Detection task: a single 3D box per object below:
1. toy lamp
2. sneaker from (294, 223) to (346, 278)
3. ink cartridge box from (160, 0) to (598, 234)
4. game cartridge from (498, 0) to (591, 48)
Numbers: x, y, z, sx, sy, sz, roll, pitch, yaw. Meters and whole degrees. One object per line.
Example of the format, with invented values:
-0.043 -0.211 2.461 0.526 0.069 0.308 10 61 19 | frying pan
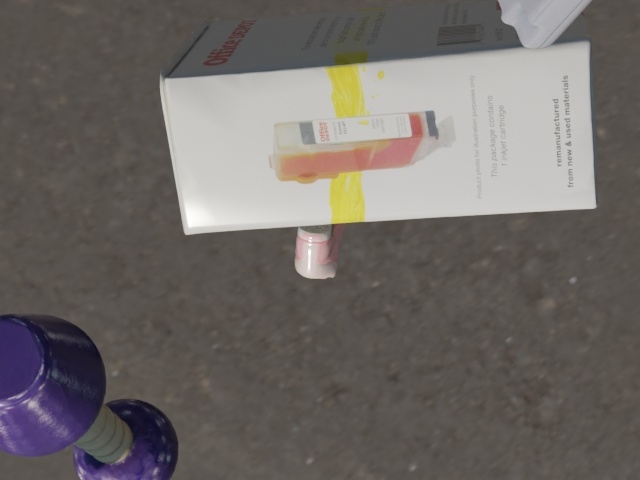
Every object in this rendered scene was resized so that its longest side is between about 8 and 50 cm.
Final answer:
-0.143 0.100 0.938 0.080 0.275 0.080 -2 71 7 | toy lamp
0.000 0.000 1.809 0.051 0.134 0.070 7 112 10 | sneaker
0.065 -0.128 1.575 0.384 0.279 0.160 -3 108 8 | ink cartridge box
0.154 -0.308 1.138 0.196 0.060 0.294 -52 48 51 | game cartridge
